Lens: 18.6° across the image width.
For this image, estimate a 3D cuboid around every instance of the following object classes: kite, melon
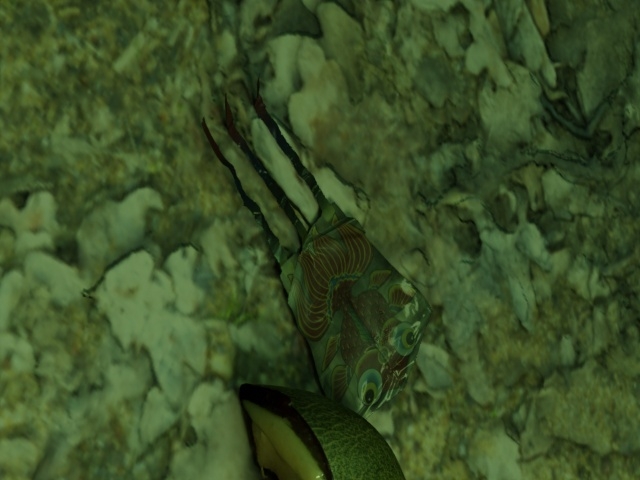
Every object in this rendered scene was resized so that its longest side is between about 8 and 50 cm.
[{"bbox_3d":[-0.002,0.000,1.213,0.229,0.016,0.127,62,40,-19],"label":"kite"},{"bbox_3d":[0.017,0.153,1.135,0.128,0.079,0.160,-5,82,-47],"label":"melon"}]
